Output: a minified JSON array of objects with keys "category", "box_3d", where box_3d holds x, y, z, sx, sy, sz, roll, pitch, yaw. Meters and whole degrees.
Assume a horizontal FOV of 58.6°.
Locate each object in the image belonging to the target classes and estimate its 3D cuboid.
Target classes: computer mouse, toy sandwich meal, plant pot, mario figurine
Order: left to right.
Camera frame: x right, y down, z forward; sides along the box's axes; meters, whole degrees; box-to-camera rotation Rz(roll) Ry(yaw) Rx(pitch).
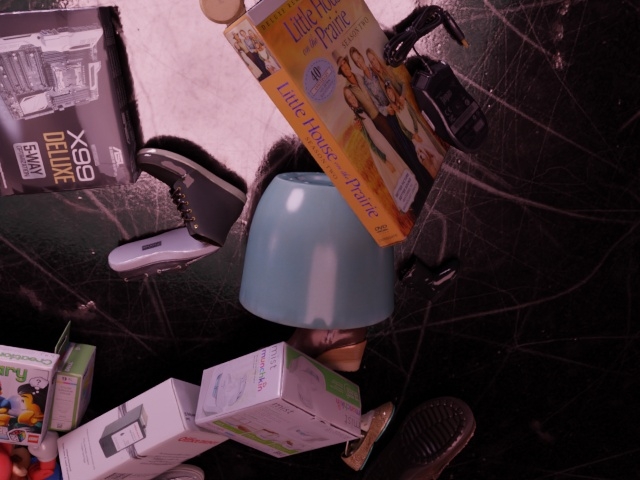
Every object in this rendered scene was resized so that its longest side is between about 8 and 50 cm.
[{"category":"mario figurine","box_3d":[-0.630,0.486,1.254,0.198,0.170,0.320,-50,139,-11]},{"category":"toy sandwich meal","box_3d":[-0.169,-0.415,0.991,0.086,0.029,0.085,0,111,-1]},{"category":"plant pot","box_3d":[0.000,0.000,1.054,0.293,0.293,0.235,2,104,-7]},{"category":"computer mouse","box_3d":[0.228,-0.293,1.046,0.262,0.060,0.184,45,67,-18]}]

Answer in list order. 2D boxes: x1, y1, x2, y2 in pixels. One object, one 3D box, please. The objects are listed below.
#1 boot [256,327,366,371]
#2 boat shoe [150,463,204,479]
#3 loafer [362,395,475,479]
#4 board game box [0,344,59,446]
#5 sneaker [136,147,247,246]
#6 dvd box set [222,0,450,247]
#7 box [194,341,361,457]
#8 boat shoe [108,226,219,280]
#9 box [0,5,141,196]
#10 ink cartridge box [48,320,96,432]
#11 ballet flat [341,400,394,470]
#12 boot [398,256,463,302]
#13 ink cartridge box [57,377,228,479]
[{"category":"boot","box_3d":[-0.022,0.181,1.246,0.248,0.090,0.206,1,100,-3]},{"category":"boat shoe","box_3d":[-0.394,0.606,1.373,0.228,0.081,0.079,-11,114,0]},{"category":"loafer","box_3d":[0.248,0.511,1.388,0.130,0.134,0.366,17,123,-39]},{"category":"board game box","box_3d":[-0.680,0.286,1.095,0.305,0.053,0.193,12,108,-13]},{"category":"sneaker","box_3d":[-0.255,-0.080,1.067,0.222,0.083,0.118,27,70,-17]},{"category":"dvd box set","box_3d":[0.059,-0.241,0.952,0.062,0.307,0.420,-18,118,41]},{"category":"box","box_3d":[-0.082,0.344,1.190,0.231,0.126,0.262,-26,134,29]},{"category":"boat shoe","box_3d":[-0.304,0.036,1.147,0.228,0.080,0.076,-15,132,-3]},{"category":"box","box_3d":[-0.471,-0.242,1.007,0.242,0.076,0.307,-5,113,-4]},{"category":"ink cartridge box","box_3d":[-0.525,0.289,1.211,0.062,0.109,0.209,11,111,-10]},{"category":"ballet flat","box_3d":[0.107,0.466,1.373,0.067,0.073,0.206,25,105,0]},{"category":"boot","box_3d":[0.235,0.070,1.230,0.099,0.045,0.121,33,107,-14]},{"category":"ink cartridge box","box_3d":[-0.369,0.425,1.228,0.289,0.121,0.211,-29,152,6]}]
